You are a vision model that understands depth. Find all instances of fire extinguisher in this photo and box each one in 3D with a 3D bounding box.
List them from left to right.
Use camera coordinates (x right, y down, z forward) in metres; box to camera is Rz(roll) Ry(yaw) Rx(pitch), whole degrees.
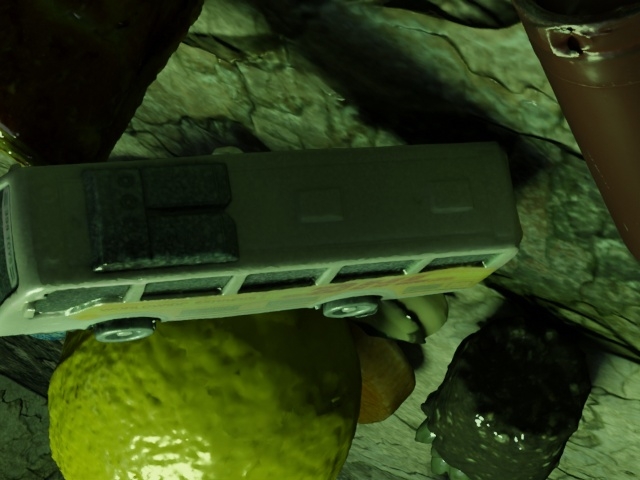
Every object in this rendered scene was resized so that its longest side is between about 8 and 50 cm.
[{"bbox_3d":[0.184,-0.057,0.651,0.104,0.105,0.269,15,155,38],"label":"fire extinguisher"}]

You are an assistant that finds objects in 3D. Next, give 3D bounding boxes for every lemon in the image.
[{"bbox_3d":[-0.099,0.132,1.118,0.268,0.268,0.322,28,131,9],"label":"lemon"}]

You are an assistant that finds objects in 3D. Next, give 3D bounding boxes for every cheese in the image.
[{"bbox_3d":[0.000,0.000,1.119,0.251,0.054,0.127,43,158,-28],"label":"cheese"}]

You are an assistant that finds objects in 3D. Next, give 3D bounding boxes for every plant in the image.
[{"bbox_3d":[0.162,0.148,1.130,0.129,0.132,0.194,32,156,7],"label":"plant"}]

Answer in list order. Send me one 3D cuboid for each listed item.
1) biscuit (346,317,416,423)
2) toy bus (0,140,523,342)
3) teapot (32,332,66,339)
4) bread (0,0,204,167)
[{"bbox_3d":[-0.087,0.062,1.365,0.394,0.070,0.350,41,156,-24],"label":"biscuit"},{"bbox_3d":[-0.044,0.000,0.840,0.342,0.097,0.138,-4,166,-19],"label":"toy bus"},{"bbox_3d":[-0.278,0.042,1.504,0.159,0.159,0.232,11,148,45],"label":"teapot"},{"bbox_3d":[-0.166,-0.134,0.850,0.132,0.172,0.103,33,167,-7],"label":"bread"}]
